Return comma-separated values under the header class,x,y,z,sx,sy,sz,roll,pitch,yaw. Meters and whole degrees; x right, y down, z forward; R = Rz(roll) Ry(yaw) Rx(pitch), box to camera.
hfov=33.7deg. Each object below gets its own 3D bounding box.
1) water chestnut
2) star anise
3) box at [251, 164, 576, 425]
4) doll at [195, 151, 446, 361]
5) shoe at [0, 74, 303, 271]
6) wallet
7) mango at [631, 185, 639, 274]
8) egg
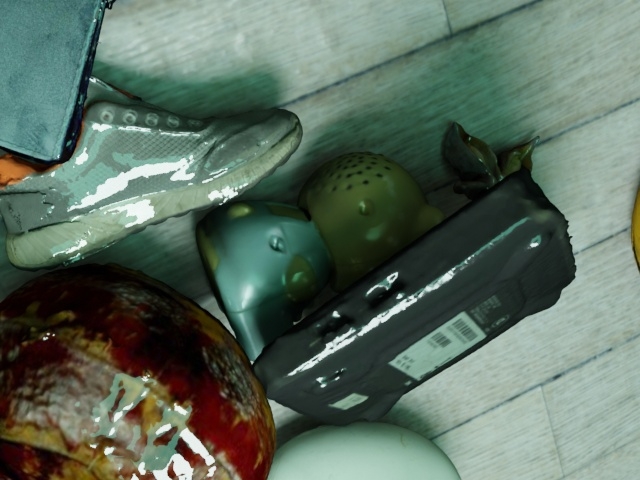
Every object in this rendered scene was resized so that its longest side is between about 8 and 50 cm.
class,x,y,z,sx,sy,sz,roll,pitch,yaw
water chestnut,-0.209,0.169,1.121,0.302,0.350,0.351,-55,130,-46
star anise,0.198,-0.014,1.341,0.148,0.218,0.227,-30,166,-41
box,0.116,0.081,1.149,0.350,0.091,0.359,-35,159,5
doll,0.000,0.000,1.181,0.260,0.177,0.162,-21,117,-9
shoe,-0.192,-0.104,1.104,0.336,0.132,0.171,-23,107,-9
wallet,-0.277,-0.273,0.993,0.190,0.046,0.379,20,100,7
mango,0.503,-0.012,1.386,0.190,0.160,0.290,-21,112,-3
egg,0.056,0.315,1.312,0.264,0.183,0.183,14,103,-18
